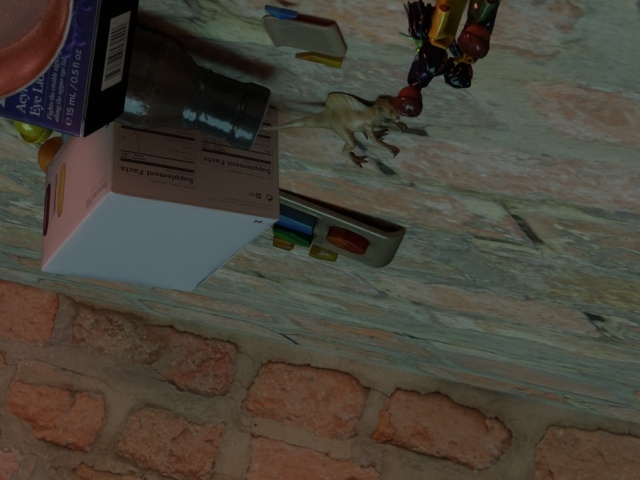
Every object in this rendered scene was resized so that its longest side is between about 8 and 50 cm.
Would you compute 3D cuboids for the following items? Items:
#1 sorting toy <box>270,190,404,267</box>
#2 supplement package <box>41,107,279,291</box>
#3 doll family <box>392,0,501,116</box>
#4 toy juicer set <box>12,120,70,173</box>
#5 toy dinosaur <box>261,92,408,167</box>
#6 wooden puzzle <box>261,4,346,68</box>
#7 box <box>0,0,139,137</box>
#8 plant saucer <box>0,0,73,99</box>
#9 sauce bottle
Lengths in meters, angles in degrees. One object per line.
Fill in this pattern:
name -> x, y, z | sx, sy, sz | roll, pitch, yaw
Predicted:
sorting toy -> 0.000, 0.000, 2.063 | 0.229, 0.041, 0.307 | 17, 167, 1
supplement package -> -0.194, -0.057, 1.611 | 0.204, 0.145, 0.262 | 9, 155, -26
doll family -> 0.103, -0.161, 1.075 | 0.076, 0.111, 0.193 | 16, 168, 8
toy juicer set -> -0.316, -0.148, 1.808 | 0.209, 0.089, 0.329 | 36, 158, 13
toy dinosaur -> 0.032, -0.128, 1.492 | 0.183, 0.053, 0.092 | -5, 140, 42
wooden puzzle -> -0.015, -0.197, 1.308 | 0.078, 0.014, 0.116 | 11, 167, 8
box -> -0.284, -0.201, 1.266 | 0.207, 0.153, 0.108 | 14, -159, 9
plant saucer -> -0.340, -0.254, 1.131 | 0.310, 0.050, 0.311 | 11, 133, 12
sauce bottle -> -0.224, -0.181, 1.428 | 0.344, 0.111, 0.111 | 21, 167, -9
